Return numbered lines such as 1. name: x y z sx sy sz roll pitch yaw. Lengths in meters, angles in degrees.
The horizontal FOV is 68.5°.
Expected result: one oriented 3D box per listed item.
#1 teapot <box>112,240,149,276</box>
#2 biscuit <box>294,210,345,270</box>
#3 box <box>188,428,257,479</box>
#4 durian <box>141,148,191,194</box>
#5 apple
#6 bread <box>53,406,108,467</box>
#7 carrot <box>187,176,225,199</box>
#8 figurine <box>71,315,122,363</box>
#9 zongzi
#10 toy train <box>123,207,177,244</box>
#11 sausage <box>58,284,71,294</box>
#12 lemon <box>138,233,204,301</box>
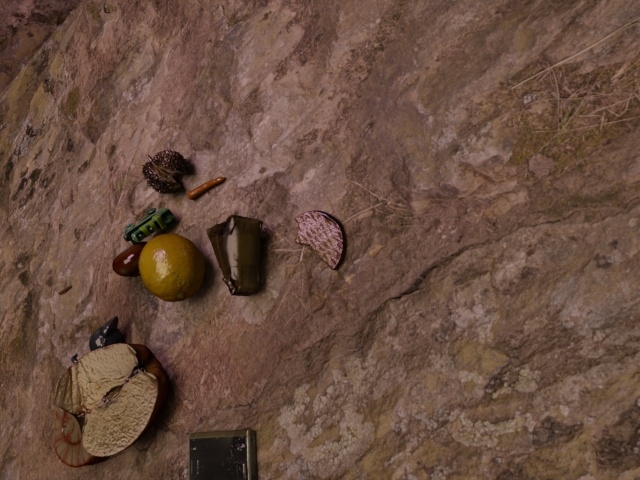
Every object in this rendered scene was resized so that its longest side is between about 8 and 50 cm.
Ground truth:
1. teapot: -0.760 0.096 1.918 0.252 0.178 0.135 -19 107 35
2. biscuit: 0.001 0.000 1.536 0.176 0.031 0.228 -23 68 26
3. box: -0.325 0.731 1.534 0.270 0.045 0.210 -14 69 28
4. durian: -0.634 -0.288 1.912 0.196 0.167 0.196 1 82 -4
5. apple: -0.734 0.554 1.686 0.365 0.328 0.295 -43 32 -4
6. bread: -0.935 0.721 1.869 0.295 0.114 0.327 -24 67 26
7. carrot: -0.454 -0.213 1.866 0.190 0.037 0.037 -26 65 22
8. figurine: -0.893 0.452 1.875 0.140 0.265 0.193 43 139 0
9. zongzi: -0.330 0.065 1.678 0.300 0.145 0.273 -10 77 46
10. toy train: -0.694 -0.059 1.895 0.132 0.083 0.200 11 47 49
11. sausage: -1.207 0.233 2.220 0.100 0.015 0.015 -29 64 22
12. lemon: -0.543 0.098 1.724 0.236 0.236 0.263 -34 79 20
